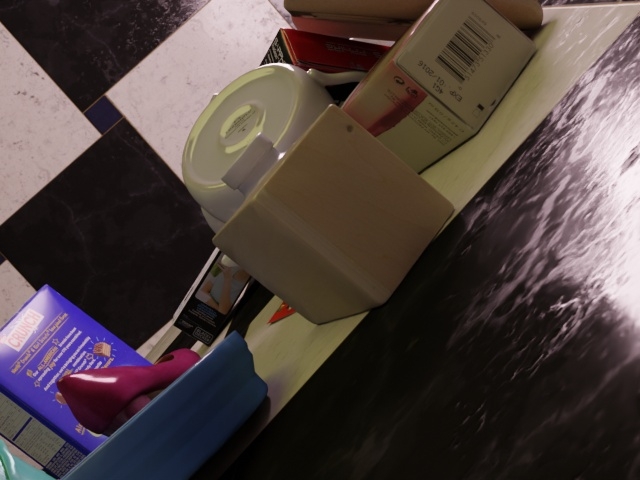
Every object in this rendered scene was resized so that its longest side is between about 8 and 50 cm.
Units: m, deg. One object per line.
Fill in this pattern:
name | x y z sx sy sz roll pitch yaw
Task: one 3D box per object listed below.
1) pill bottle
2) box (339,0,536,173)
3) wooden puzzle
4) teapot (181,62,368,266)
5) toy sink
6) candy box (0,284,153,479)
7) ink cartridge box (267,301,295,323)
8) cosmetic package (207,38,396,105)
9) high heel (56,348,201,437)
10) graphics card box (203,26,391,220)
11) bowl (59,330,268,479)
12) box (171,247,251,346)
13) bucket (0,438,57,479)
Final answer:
pill bottle | -0.025 -0.042 1.164 0.103 0.184 0.103 -49 6 7
box | 0.127 -0.184 1.185 0.148 0.127 0.232 -54 8 -22
wooden puzzle | 0.116 -0.330 1.345 0.348 0.322 0.080 -92 6 -83
teapot | -0.052 -0.112 1.362 0.256 0.187 0.252 -9 54 40
toy sink | 0.005 -0.019 0.977 0.131 0.153 0.234 -52 6 -17
candy box | -0.455 0.268 1.753 0.122 0.317 0.268 -46 7 31
ink cartridge box | 0.000 0.000 1.348 0.232 0.066 0.189 -48 5 -21
cosmetic package | -0.021 -0.249 1.835 0.385 0.156 0.217 -24 -2 -20
high heel | -0.302 0.217 1.597 0.127 0.181 0.377 -49 7 7
graphics card box | -0.029 -0.168 1.577 0.371 0.233 0.094 -56 44 42
bowl | -0.211 0.246 0.990 0.391 0.077 0.391 -41 0 0
box | -0.185 0.060 1.960 0.290 0.087 0.169 -58 7 -1
bucket | -0.470 0.407 1.312 0.281 0.183 0.281 -50 8 9
